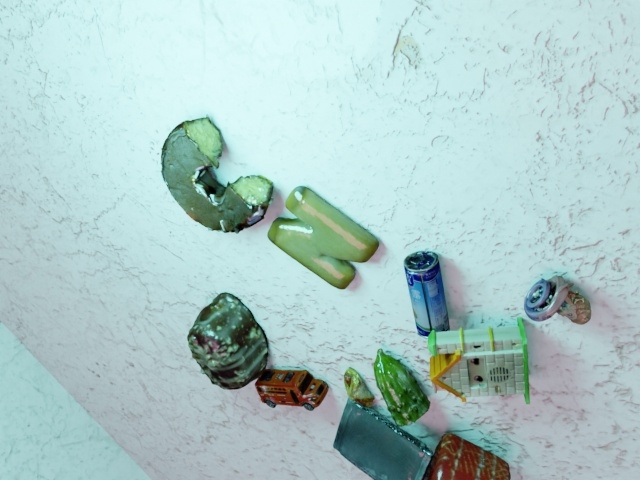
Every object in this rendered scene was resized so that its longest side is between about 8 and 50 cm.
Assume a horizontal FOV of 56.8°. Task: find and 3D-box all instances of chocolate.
[{"bbox_3d":[-0.329,0.374,2.040,0.225,0.210,0.340,-5,120,30],"label":"chocolate"}]

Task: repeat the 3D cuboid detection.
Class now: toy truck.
[{"bbox_3d":[-0.102,0.517,2.082,0.252,0.107,0.114,-7,119,34],"label":"toy truck"}]

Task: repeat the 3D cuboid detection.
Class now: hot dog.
[{"bbox_3d":[0.120,0.503,1.974,0.078,0.061,0.169,-18,112,39],"label":"hot dog"}]

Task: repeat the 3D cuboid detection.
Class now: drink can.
[{"bbox_3d":[0.287,0.149,1.592,0.097,0.097,0.235,2,124,29],"label":"drink can"}]

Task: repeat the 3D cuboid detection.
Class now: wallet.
[{"bbox_3d":[0.210,0.705,2.007,0.342,0.075,0.237,27,117,31],"label":"wallet"}]

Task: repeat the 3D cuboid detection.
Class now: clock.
[{"bbox_3d":[0.421,0.329,1.591,0.255,0.106,0.220,-6,121,13],"label":"clock"}]

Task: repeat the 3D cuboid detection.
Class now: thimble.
[{"bbox_3d":[0.435,0.789,1.825,0.230,0.350,0.350,20,131,14],"label":"thimble"}]

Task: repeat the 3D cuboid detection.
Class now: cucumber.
[{"bbox_3d":[0.232,0.441,1.832,0.134,0.134,0.244,-22,101,39],"label":"cucumber"}]

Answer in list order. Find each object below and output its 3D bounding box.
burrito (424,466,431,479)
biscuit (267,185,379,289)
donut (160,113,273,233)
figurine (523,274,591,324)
[{"bbox_3d":[0.407,0.895,2.072,0.445,0.101,0.139,43,122,-1],"label":"burrito"},{"bbox_3d":[0.000,0.000,1.673,0.290,0.062,0.237,36,133,0],"label":"biscuit"},{"bbox_3d":[-0.303,-0.165,1.680,0.345,0.136,0.259,45,135,-6],"label":"donut"},{"bbox_3d":[0.579,0.142,1.423,0.157,0.114,0.126,5,165,-7],"label":"figurine"}]
